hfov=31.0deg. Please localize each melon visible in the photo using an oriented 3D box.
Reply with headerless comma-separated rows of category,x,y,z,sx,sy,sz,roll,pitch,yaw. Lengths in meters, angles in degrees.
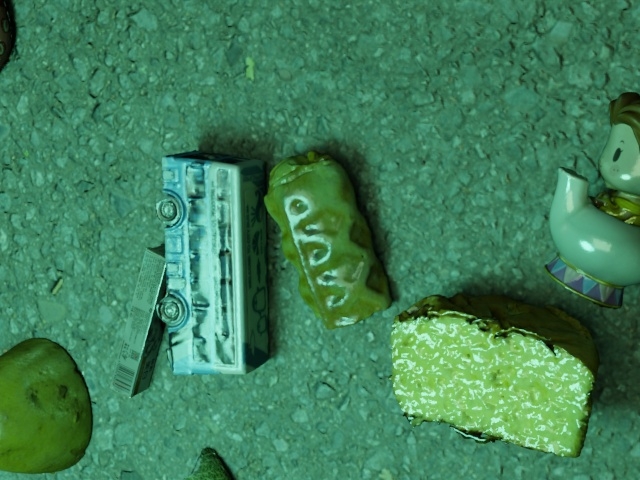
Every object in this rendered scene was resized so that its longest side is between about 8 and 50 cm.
melon,-0.150,0.403,1.630,0.139,0.093,0.203,16,74,-6

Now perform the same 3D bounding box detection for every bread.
bread,0.000,0.000,1.503,0.128,0.088,0.232,-16,96,32
bread,0.222,0.149,1.397,0.260,0.147,0.160,6,108,29

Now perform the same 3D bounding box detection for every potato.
potato,-0.450,0.262,1.692,0.178,0.158,0.204,10,105,23

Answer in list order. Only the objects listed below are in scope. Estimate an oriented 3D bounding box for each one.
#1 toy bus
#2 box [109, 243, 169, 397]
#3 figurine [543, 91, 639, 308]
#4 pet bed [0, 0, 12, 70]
toy bus,-0.144,0.031,1.556,0.131,0.106,0.297,3,100,20
box,-0.246,0.114,1.635,0.039,0.055,0.218,22,105,18
figurine,0.361,-0.058,1.312,0.189,0.142,0.263,22,106,-14
pet bed,-0.539,-0.314,1.704,0.201,0.053,0.201,6,104,24
